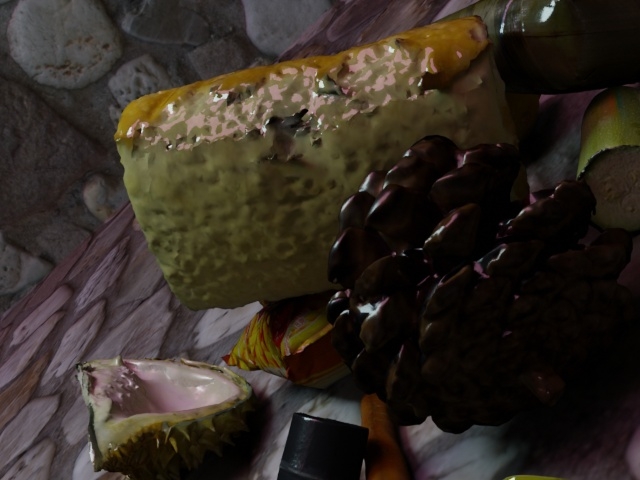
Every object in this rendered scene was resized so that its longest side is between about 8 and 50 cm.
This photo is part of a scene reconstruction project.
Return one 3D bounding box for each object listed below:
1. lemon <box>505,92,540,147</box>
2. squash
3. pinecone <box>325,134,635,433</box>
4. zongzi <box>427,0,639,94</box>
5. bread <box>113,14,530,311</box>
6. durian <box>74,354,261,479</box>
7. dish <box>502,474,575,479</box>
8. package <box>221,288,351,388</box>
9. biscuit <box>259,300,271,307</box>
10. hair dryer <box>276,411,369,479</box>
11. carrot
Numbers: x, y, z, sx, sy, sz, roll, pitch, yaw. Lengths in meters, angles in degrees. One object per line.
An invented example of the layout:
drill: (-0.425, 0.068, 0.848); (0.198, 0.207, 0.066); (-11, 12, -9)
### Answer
lemon: (0.151, -0.161, 1.287); (0.257, 0.188, 0.188); (-13, 17, -7)
squash: (0.285, -0.093, 1.016); (0.095, 0.095, 0.188); (-35, 20, 30)
pinecone: (0.111, 0.036, 0.868); (0.243, 0.243, 0.257); (-50, 36, -15)
zongzi: (0.248, -0.219, 1.158); (0.251, 0.125, 0.274); (-12, 9, -33)
bread: (0.008, -0.075, 1.068); (0.376, 0.236, 0.165); (-10, 30, 13)
durian: (-0.173, 0.209, 1.298); (0.196, 0.185, 0.305); (-21, 8, -9)
dish: (0.136, 0.231, 0.648); (0.149, 0.080, 0.207); (-33, 19, 23)
package: (0.013, 0.086, 1.195); (0.223, 0.108, 0.288); (-35, 7, -15)
biscuit: (0.000, 0.000, 1.351); (0.208, 0.041, 0.290); (-42, -7, -20)
hair dryer: (-0.012, 0.221, 1.015); (0.219, 0.072, 0.124); (151, 133, -83)
carrot: (0.056, 0.196, 0.969); (0.043, 0.043, 0.248); (-42, 16, 12)
